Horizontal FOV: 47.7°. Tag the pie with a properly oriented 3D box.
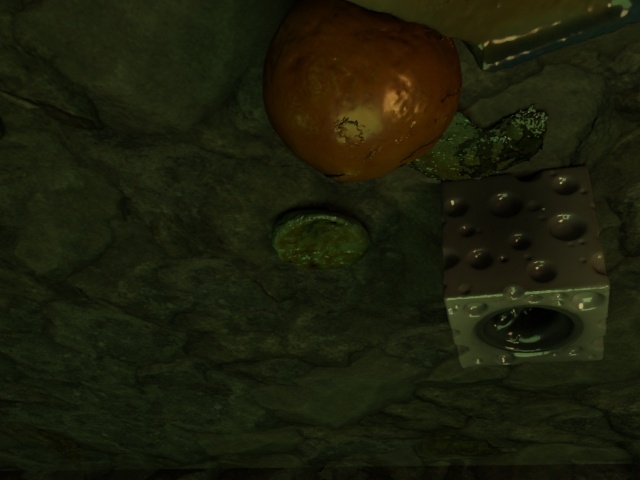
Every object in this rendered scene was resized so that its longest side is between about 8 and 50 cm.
[{"bbox_3d":[0.000,0.000,1.347,0.187,0.041,0.186,3,145,2],"label":"pie"}]

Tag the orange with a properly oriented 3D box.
[{"bbox_3d":[0.050,-0.193,0.894,0.246,0.246,0.246,3,145,2],"label":"orange"}]

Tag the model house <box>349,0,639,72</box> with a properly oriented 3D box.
[{"bbox_3d":[0.158,-0.390,0.586,0.343,0.334,0.382,7,134,-34],"label":"model house"}]

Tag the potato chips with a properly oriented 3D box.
[{"bbox_3d":[0.231,-0.156,1.118,0.220,0.029,0.202,3,145,7],"label":"potato chips"}]

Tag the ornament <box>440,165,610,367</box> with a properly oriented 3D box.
[{"bbox_3d":[0.335,0.051,1.208,0.239,0.239,0.239,-5,143,15],"label":"ornament"}]
